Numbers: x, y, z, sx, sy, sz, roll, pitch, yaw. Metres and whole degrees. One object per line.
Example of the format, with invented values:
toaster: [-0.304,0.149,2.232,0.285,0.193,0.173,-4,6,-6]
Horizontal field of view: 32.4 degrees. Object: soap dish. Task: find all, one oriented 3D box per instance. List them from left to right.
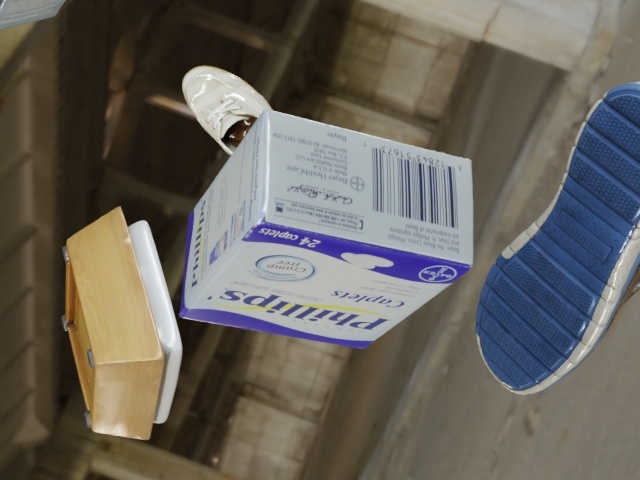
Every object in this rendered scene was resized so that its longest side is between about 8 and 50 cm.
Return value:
soap dish: [-0.279,0.125,1.515,0.291,0.118,0.229,111,143,-58]

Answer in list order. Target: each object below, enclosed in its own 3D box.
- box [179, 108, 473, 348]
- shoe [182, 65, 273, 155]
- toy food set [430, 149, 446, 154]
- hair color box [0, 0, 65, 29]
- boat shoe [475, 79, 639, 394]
box: [0.000,0.000,0.629,0.137,0.126,0.072,134,142,-56]
shoe: [-0.078,-0.126,1.304,0.076,0.219,0.058,-47,0,5]
toy food set: [0.137,-0.116,1.580,0.078,0.122,0.019,-34,-57,-64]
hair color box: [-0.365,-0.425,1.377,0.113,0.185,0.374,-23,-2,-32]
boat shoe: [0.140,0.004,0.538,0.066,0.066,0.183,-14,-38,-40]
